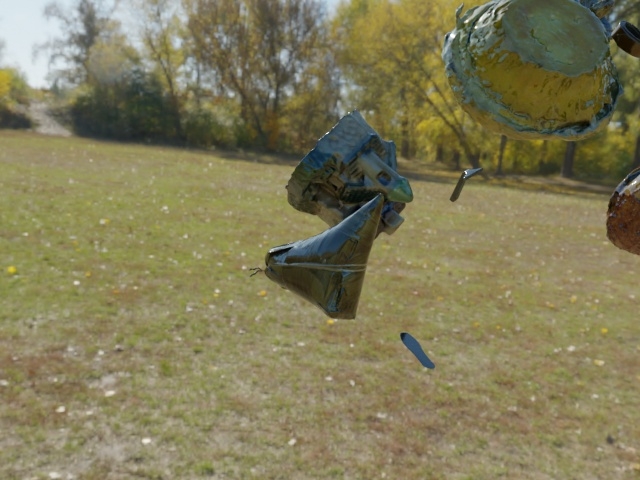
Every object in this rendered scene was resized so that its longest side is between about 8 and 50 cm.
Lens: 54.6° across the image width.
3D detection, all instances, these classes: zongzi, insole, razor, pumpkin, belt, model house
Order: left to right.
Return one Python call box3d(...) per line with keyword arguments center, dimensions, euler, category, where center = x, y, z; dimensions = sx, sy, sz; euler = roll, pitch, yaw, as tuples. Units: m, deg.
box3d(center=(0.000, 0.000, 1.181), dimensions=(0.247, 0.241, 0.111), euler=(24, 8, 42), category="zongzi")
box3d(center=(0.094, -0.128, 1.565), dimensions=(0.284, 0.243, 0.298), euler=(39, -15, 4), category="model house")
box3d(center=(0.220, 0.250, 1.418), dimensions=(0.044, 0.002, 0.135), euler=(3, 27, -27), category="insole")
box3d(center=(0.401, -0.158, 1.760), dimensions=(0.066, 0.033, 0.190), euler=(-29, -16, -14), category="razor")
box3d(center=(0.653, -0.571, 1.600), dimensions=(0.247, 0.131, 0.126), euler=(-16, -9, -3), category="pumpkin")
box3d(center=(0.642, -0.418, 1.283), dimensions=(0.059, 0.036, 0.083), euler=(-15, 62, -31), category="belt")

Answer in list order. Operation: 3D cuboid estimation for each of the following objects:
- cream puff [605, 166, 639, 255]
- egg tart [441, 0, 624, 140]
box3d(center=(0.754, -0.070, 1.376), dimensions=(0.239, 0.240, 0.164), euler=(2, 30, -21), category="cream puff")
box3d(center=(0.437, -0.371, 1.250), dimensions=(0.387, 0.388, 0.169), euler=(5, -28, -4), category="egg tart")
